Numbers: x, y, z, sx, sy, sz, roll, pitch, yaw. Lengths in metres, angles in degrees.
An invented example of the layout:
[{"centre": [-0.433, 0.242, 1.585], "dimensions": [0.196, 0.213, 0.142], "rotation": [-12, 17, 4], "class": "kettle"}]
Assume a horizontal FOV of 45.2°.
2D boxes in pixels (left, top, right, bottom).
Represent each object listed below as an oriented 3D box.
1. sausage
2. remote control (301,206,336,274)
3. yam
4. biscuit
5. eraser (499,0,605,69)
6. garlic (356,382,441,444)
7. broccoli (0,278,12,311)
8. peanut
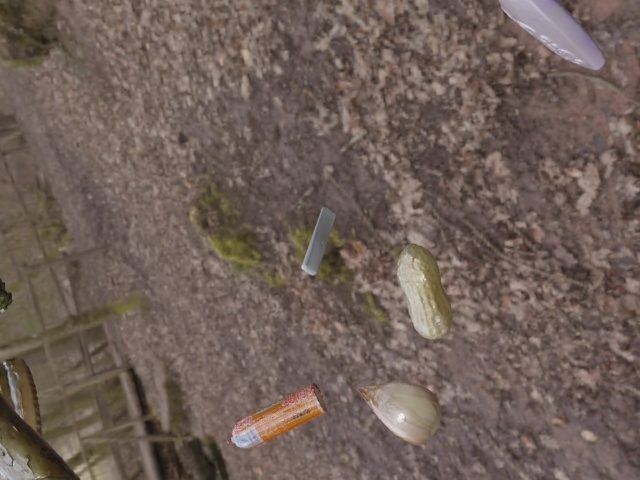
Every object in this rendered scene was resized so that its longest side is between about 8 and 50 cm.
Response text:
[{"centre": [-0.102, 0.393, 1.685], "dimensions": [0.071, 0.234, 0.071], "rotation": [61, -174, -12], "class": "sausage"}, {"centre": [0.000, 0.000, 2.017], "dimensions": [0.027, 0.050, 0.184], "rotation": [-5, 59, 48], "class": "remote control"}, {"centre": [-0.404, 0.228, 0.951], "dimensions": [0.317, 0.067, 0.071], "rotation": [43, 139, 7], "class": "yam"}, {"centre": [-0.562, 0.337, 1.388], "dimensions": [0.259, 0.079, 0.259], "rotation": [11, 103, 57], "class": "biscuit"}, {"centre": [0.325, -0.366, 1.205], "dimensions": [0.059, 0.243, 0.204], "rotation": [-49, 51, 19], "class": "eraser"}, {"centre": [0.195, 0.372, 1.708], "dimensions": [0.115, 0.206, 0.128], "rotation": [-47, 27, 20], "class": "garlic"}, {"centre": [-0.784, 0.188, 1.616], "dimensions": [0.165, 0.145, 0.304], "rotation": [115, 180, -72], "class": "broccoli"}, {"centre": [0.216, 0.104, 1.590], "dimensions": [0.090, 0.098, 0.214], "rotation": [-2, 118, 38], "class": "peanut"}]
